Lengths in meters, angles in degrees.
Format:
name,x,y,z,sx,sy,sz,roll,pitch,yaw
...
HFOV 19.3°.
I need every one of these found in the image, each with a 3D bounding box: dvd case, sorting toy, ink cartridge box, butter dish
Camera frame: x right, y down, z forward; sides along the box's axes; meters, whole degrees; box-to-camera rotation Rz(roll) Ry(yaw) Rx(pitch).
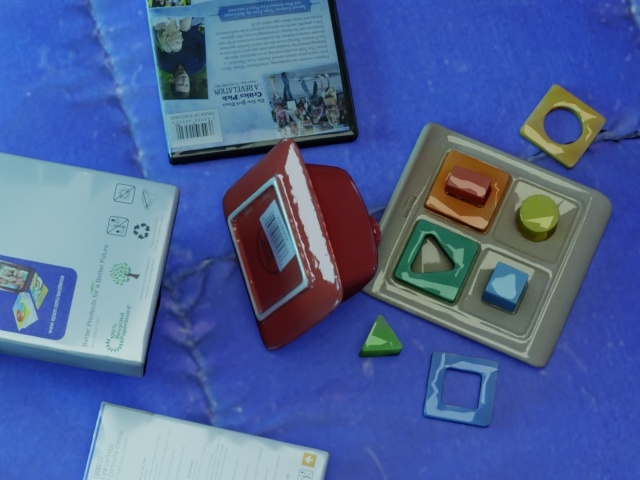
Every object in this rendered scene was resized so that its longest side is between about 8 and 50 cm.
name,x,y,z,sx,sy,sz,roll,pitch,yaw
dvd case,-0.072,-0.203,1.789,0.180,0.022,0.253,-8,75,-7
sorting toy,0.155,-0.002,1.736,0.196,0.047,0.347,24,74,3
ink cartridge box,-0.297,0.006,1.600,0.333,0.065,0.165,12,73,-3
ink cartridge box,-0.113,0.262,1.645,0.208,0.045,0.206,13,74,-1
butter dish,0.000,0.000,1.690,0.118,0.160,0.160,-9,74,-31
